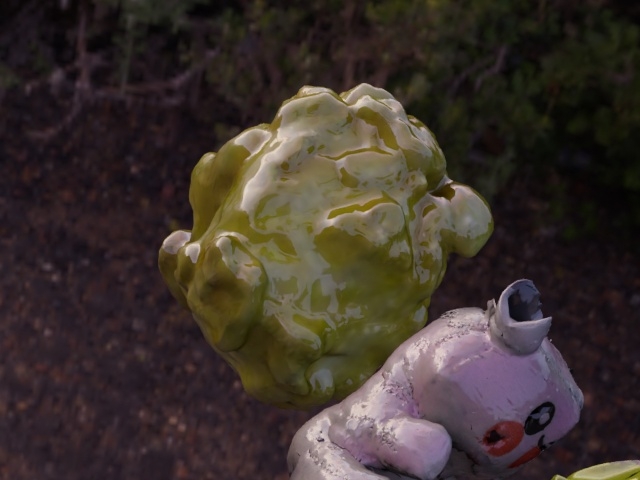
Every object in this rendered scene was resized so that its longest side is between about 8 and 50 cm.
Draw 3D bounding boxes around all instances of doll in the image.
[{"bbox_3d":[0.066,0.104,0.882,0.192,0.149,0.095,-37,61,-8],"label":"doll"}]

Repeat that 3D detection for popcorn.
[{"bbox_3d":[0.000,0.000,1.313,0.250,0.235,0.242,-41,51,-2],"label":"popcorn"}]

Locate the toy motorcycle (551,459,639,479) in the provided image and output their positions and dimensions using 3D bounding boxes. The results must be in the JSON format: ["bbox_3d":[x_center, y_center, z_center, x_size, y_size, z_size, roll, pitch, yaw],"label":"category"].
[{"bbox_3d":[0.229,0.186,1.076,0.142,0.342,0.206,30,29,-12],"label":"toy motorcycle"}]
